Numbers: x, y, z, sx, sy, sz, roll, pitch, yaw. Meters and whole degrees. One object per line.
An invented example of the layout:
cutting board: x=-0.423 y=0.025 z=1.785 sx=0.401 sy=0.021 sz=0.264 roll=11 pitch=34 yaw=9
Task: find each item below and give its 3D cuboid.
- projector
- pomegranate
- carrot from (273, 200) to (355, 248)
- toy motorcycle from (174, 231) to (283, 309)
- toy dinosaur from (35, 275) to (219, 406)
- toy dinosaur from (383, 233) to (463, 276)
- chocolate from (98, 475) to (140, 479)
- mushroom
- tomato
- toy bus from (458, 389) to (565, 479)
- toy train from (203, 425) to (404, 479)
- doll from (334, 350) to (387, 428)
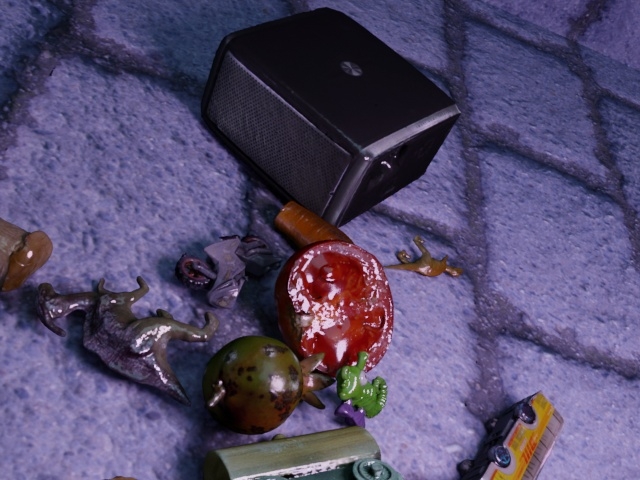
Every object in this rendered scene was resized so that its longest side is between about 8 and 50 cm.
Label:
projector: x=0.017 y=-0.268 z=1.704 sx=0.405 sy=0.242 sz=0.395 roll=42 pitch=44 yaw=16
pomegranate: x=-0.077 y=0.226 z=1.220 sx=0.220 sy=0.156 sz=0.156 roll=25 pitch=38 yaw=-31
carrot: x=0.000 y=0.000 z=1.542 sx=0.193 sy=0.087 sz=0.087 roll=44 pitch=42 yaw=19
toy motorcycle: x=-0.146 y=0.050 z=1.407 sx=0.122 sy=0.080 sz=0.215 roll=47 pitch=39 yaw=19
toy dinosaur: x=-0.293 y=0.135 z=1.240 sx=0.294 sy=0.077 sz=0.162 roll=24 pitch=43 yaw=15
toy dinosaur: x=0.211 y=0.058 z=1.642 sx=0.126 sy=0.039 sz=0.162 roll=40 pitch=43 yaw=9
chocolate: x=-0.318 y=0.388 z=0.927 sx=0.134 sy=0.134 sz=0.309 roll=41 pitch=45 yaw=12
mushroom: x=-0.582 y=-0.033 z=1.221 sx=0.351 sy=0.095 sz=0.123 roll=23 pitch=59 yaw=-6
tomato: x=0.013 y=0.117 z=1.389 sx=0.200 sy=0.139 sz=0.233 roll=-9 pitch=88 yaw=-28
toy bus: x=0.323 y=0.362 z=1.368 sx=0.106 sy=0.092 sz=0.268 roll=47 pitch=42 yaw=4
toy train: x=-0.028 y=0.359 z=1.157 sx=0.307 sy=0.126 sz=0.189 roll=-2 pitch=18 yaw=-32
doll: x=0.066 y=0.241 z=1.294 sx=0.050 sy=0.190 sz=0.115 roll=10 pitch=68 yaw=27
